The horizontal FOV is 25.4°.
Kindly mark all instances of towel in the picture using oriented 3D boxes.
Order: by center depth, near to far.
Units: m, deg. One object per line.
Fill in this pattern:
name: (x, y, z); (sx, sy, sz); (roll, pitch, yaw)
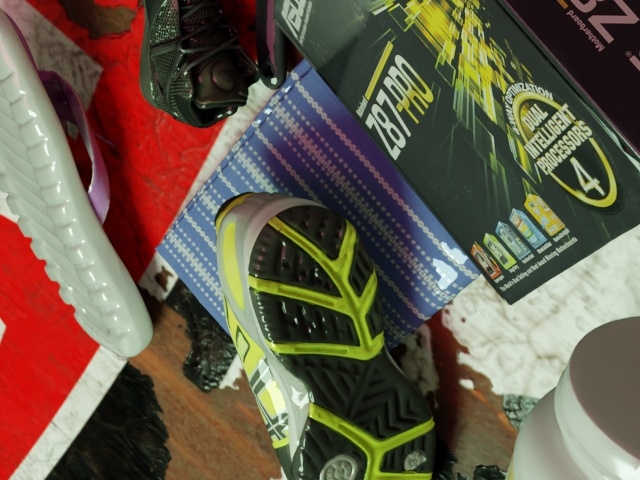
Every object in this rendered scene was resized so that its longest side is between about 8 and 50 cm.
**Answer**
towel: (0.000, 0.000, 1.323); (0.243, 0.040, 0.336); (49, 133, 4)

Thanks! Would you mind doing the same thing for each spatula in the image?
spatula: (-0.052, -0.274, 1.222); (0.084, 0.030, 0.296); (9, 117, 33)

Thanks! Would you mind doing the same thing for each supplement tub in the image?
supplement tub: (0.251, 0.250, 1.111); (0.241, 0.241, 0.331); (28, 126, 24)

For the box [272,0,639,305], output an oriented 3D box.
box: (0.109, -0.128, 0.994); (0.318, 0.097, 0.395); (53, 169, 4)

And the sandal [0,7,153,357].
sandal: (-0.258, -0.070, 1.444); (0.169, 0.102, 0.416); (21, 137, 46)

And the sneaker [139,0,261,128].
sneaker: (-0.106, -0.198, 1.245); (0.130, 0.087, 0.227); (37, 135, 42)

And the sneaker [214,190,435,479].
sneaker: (0.002, 0.120, 1.299); (0.147, 0.145, 0.385); (38, 144, 56)
